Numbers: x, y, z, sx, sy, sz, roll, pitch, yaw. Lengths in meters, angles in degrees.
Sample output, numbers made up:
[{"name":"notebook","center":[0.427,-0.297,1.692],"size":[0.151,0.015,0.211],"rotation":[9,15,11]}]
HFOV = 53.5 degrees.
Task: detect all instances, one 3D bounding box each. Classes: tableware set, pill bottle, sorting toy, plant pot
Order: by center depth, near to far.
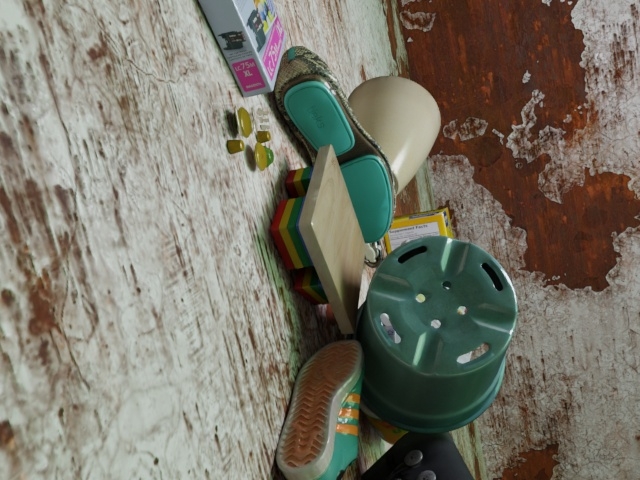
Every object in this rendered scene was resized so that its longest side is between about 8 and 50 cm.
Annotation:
[{"name":"tableware set","center":[-0.112,-0.161,1.023],"size":[0.154,0.024,0.104],"rotation":[-32,114,-73]},{"name":"sorting toy","center":[0.000,0.000,1.178],"size":[0.257,0.089,0.255],"rotation":[-78,153,-51]},{"name":"plant pot","center":[0.214,0.171,1.208],"size":[0.334,0.341,0.341],"rotation":[83,5,-66]},{"name":"pill bottle","center":[0.174,0.384,1.447],"size":[0.246,0.136,0.136],"rotation":[61,25,-47]},{"name":"plant pot","center":[0.153,-0.227,1.576],"size":[0.274,0.256,0.256],"rotation":[-70,147,-43]}]

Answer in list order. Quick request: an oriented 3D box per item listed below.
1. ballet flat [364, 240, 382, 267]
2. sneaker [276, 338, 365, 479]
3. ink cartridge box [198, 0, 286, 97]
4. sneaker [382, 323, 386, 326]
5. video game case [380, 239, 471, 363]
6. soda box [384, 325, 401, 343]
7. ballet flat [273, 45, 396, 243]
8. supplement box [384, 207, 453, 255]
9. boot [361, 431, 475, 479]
[{"name":"ballet flat","center":[0.117,-0.018,1.596],"size":[0.074,0.074,0.203],"rotation":[-67,146,-61]},{"name":"sneaker","center":[0.013,0.295,1.049],"size":[0.302,0.108,0.121],"rotation":[-62,140,-51]},{"name":"ink cartridge box","center":[-0.141,-0.407,0.999],"size":[0.186,0.065,0.311],"rotation":[-83,155,-43]},{"name":"sneaker","center":[0.207,0.212,1.761],"size":[0.188,0.071,0.066],"rotation":[-82,156,-46]},{"name":"video game case","center":[0.314,0.199,1.797],"size":[0.329,0.036,0.300],"rotation":[41,45,-13]},{"name":"soda box","center":[0.180,0.302,1.589],"size":[0.286,0.091,0.098],"rotation":[50,35,-58]},{"name":"ballet flat","center":[0.042,-0.205,1.337],"size":[0.182,0.164,0.483],"rotation":[-96,162,-44]},{"name":"supplement box","center":[0.338,0.090,2.037],"size":[0.195,0.194,0.357],"rotation":[-27,107,-72]},{"name":"boot","center":[0.289,0.473,1.150],"size":[0.146,0.367,0.445],"rotation":[64,-3,-10]}]
